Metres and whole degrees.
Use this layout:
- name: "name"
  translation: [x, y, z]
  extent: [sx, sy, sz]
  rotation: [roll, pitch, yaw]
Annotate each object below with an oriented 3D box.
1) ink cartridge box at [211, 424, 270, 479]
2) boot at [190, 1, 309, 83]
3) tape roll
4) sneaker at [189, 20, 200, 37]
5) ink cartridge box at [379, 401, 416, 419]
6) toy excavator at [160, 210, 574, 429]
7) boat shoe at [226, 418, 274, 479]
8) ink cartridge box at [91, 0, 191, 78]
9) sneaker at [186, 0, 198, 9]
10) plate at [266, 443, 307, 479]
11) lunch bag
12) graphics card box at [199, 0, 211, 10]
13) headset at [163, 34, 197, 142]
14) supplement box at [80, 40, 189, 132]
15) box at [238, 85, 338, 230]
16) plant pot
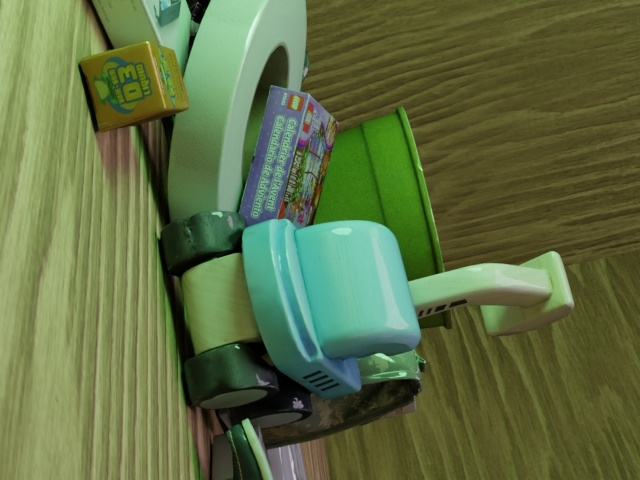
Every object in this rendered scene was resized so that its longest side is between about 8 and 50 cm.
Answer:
- name: "ink cartridge box"
  translation: [-0.087, 0.320, 1.628]
  extent: [0.109, 0.063, 0.150]
  rotation: [-99, 176, -67]
- name: "boot"
  translation: [-0.156, -0.347, 2.170]
  extent: [0.229, 0.091, 0.263]
  rotation: [23, 19, -45]
- name: "tape roll"
  translation: [-0.105, -0.168, 1.764]
  extent: [0.392, 0.072, 0.392]
  rotation: [13, 90, -81]
- name: "sneaker"
  translation: [-0.185, -0.365, 2.448]
  extent: [0.366, 0.137, 0.210]
  rotation: [-96, 176, -53]
- name: "ink cartridge box"
  translation: [0.013, 0.238, 2.139]
  extent: [0.198, 0.273, 0.114]
  rotation: [72, 6, -75]
- name: "toy excavator"
  translation: [0.079, 0.082, 1.662]
  extent: [0.433, 0.445, 0.222]
  rotation: [45, 31, -67]
- name: "boat shoe"
  translation: [-0.081, 0.324, 1.519]
  extent: [0.095, 0.079, 0.254]
  rotation: [-105, -176, -65]
- name: "ink cartridge box"
  translation: [-0.217, -0.350, 1.559]
  extent: [0.296, 0.066, 0.261]
  rotation: [73, 14, -59]
- name: "sneaker"
  translation: [-0.230, -0.430, 2.041]
  extent: [0.305, 0.114, 0.152]
  rotation: [-66, 146, -71]
- name: "plate"
  translation: [-0.061, 0.405, 2.422]
  extent: [0.278, 0.045, 0.277]
  rotation: [74, 4, -60]
- name: "lunch bag"
  translation: [-0.008, 0.146, 1.870]
  extent: [0.169, 0.287, 0.235]
  rotation: [75, 2, -54]
- name: "graphics card box"
  translation: [-0.145, -0.434, 1.894]
  extent: [0.371, 0.094, 0.232]
  rotation: [51, 24, -65]
- name: "headset"
  translation: [-0.178, -0.187, 2.071]
  extent: [0.394, 0.185, 0.243]
  rotation: [-25, 100, -73]
- name: "supplement box"
  translation: [-0.194, -0.164, 1.420]
  extent: [0.233, 0.080, 0.078]
  rotation: [-76, 151, -82]
- name: "box"
  translation: [-0.042, -0.092, 1.841]
  extent: [0.293, 0.057, 0.200]
  rotation: [13, 91, -81]
- name: "plant pot"
  translation: [0.000, 0.000, 2.146]
  extent: [0.366, 0.353, 0.366]
  rotation: [-12, 90, -88]
